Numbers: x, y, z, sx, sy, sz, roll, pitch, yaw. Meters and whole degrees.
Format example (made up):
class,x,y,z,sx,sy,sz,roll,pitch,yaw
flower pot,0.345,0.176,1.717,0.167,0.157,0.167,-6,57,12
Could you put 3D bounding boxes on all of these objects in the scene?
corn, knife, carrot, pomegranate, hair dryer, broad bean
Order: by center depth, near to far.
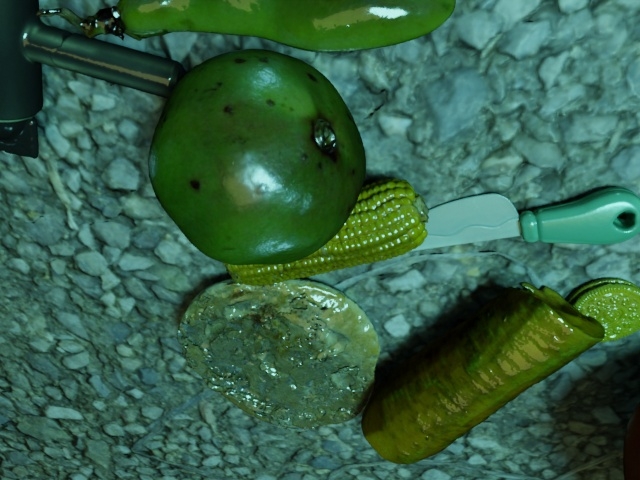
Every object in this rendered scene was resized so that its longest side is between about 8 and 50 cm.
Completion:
class,x,y,z,sx,sy,sz,roll,pitch,yaw
broad bean,-0.051,-0.192,0.392,0.326,0.075,0.067,-1,152,6
pomegranate,-0.071,-0.063,0.432,0.225,0.187,0.187,-14,123,49
hair dryer,-0.221,-0.149,0.455,0.249,0.077,0.195,14,125,-7
knife,0.187,-0.019,0.493,0.261,0.034,0.063,-5,118,16
corn,0.000,0.000,0.505,0.231,0.080,0.080,-18,118,18
carrot,0.168,0.159,0.562,0.114,0.114,0.301,33,119,-12

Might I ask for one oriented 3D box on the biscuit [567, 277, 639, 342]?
class,x,y,z,sx,sy,sz,roll,pitch,yaw
biscuit,0.323,0.080,0.537,0.084,0.023,0.083,3,123,5

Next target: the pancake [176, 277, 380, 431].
class,x,y,z,sx,sy,sz,roll,pitch,yaw
pancake,-0.054,0.155,0.631,0.283,0.049,0.282,4,124,6

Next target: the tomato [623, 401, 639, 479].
class,x,y,z,sx,sy,sz,roll,pitch,yaw
tomato,0.474,0.264,0.456,0.293,0.325,0.290,50,161,-25
